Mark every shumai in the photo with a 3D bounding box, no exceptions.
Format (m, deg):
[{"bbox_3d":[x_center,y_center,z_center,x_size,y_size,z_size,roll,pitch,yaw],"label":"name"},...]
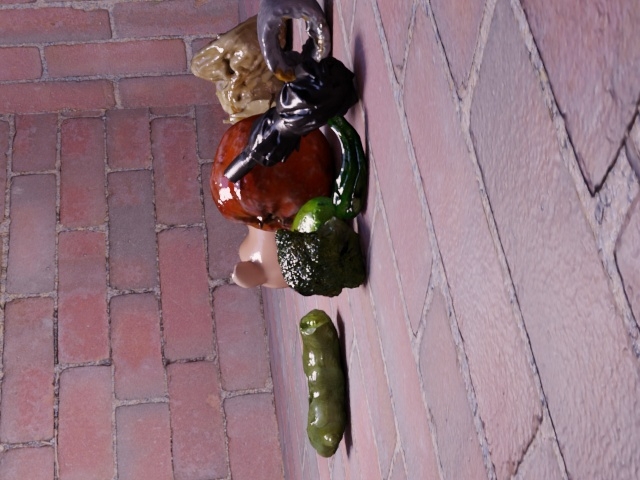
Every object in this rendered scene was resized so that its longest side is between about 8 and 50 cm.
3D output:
[{"bbox_3d":[-0.137,-0.399,2.570,0.262,0.267,0.314,58,-153,-9],"label":"shumai"}]

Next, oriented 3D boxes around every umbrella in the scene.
[{"bbox_3d":[-0.065,-0.185,1.748,0.340,0.118,0.118,-36,54,47],"label":"umbrella"}]

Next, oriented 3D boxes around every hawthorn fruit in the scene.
[{"bbox_3d":[-0.090,-0.156,1.997,0.242,0.241,0.272,113,158,-74],"label":"hawthorn fruit"}]

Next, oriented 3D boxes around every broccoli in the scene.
[{"bbox_3d":[0.003,0.031,1.747,0.162,0.138,0.146,27,169,42],"label":"broccoli"}]

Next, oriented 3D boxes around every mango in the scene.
[{"bbox_3d":[0.001,0.000,1.874,0.119,0.100,0.178,-123,32,-42],"label":"mango"}]

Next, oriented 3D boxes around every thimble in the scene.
[{"bbox_3d":[-0.049,-0.374,1.929,0.118,0.127,0.151,-103,12,-57],"label":"thimble"}]

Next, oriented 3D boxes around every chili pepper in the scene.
[{"bbox_3d":[0.041,-0.103,1.662,0.073,0.050,0.182,-111,16,-53],"label":"chili pepper"}]

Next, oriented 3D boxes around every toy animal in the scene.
[{"bbox_3d":[-0.094,-0.021,2.242,0.213,0.195,0.256,82,179,-79],"label":"toy animal"}]

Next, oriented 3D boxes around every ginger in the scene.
[{"bbox_3d":[0.006,0.276,2.057,0.137,0.089,0.290,-15,84,64],"label":"ginger"}]
